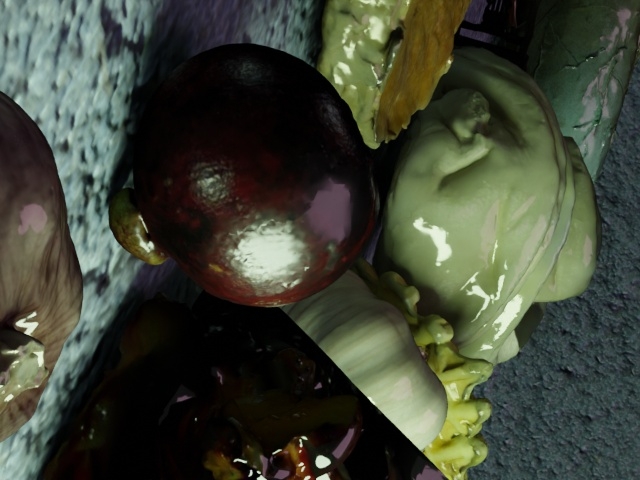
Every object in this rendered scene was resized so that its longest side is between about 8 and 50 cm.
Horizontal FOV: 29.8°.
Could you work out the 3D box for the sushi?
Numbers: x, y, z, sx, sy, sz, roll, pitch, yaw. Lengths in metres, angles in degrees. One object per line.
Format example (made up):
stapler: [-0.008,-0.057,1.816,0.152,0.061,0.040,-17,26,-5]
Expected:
sushi: [-0.069,0.157,0.759,0.227,0.215,0.212,-46,159,-8]

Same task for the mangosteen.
mangosteen: [-0.044,-0.031,0.660,0.152,0.152,0.152,21,90,-78]

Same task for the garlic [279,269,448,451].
garlic: [-0.017,0.143,1.018,0.226,0.199,0.199,-28,148,-26]

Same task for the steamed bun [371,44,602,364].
steamed bun: [0.184,-0.021,1.280,0.394,0.237,0.347,-34,137,-86]

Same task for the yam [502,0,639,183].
yam: [0.362,-0.257,1.833,0.241,0.241,0.348,6,103,-77]

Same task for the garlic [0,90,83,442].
garlic: [-0.136,0.022,0.407,0.147,0.102,0.159,-42,152,-66]

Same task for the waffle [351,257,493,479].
waffle: [0.059,0.146,1.166,0.056,0.250,0.261,-19,137,-40]

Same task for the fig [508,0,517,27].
fig: [0.297,-0.380,1.604,0.146,0.134,0.201,-30,172,-26]

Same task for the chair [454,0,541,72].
chair: [0.184,-0.213,1.373,0.229,0.106,0.113,94,17,-50]

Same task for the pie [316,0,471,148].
pie: [0.080,-0.226,0.961,0.339,0.083,0.340,19,90,-79]
